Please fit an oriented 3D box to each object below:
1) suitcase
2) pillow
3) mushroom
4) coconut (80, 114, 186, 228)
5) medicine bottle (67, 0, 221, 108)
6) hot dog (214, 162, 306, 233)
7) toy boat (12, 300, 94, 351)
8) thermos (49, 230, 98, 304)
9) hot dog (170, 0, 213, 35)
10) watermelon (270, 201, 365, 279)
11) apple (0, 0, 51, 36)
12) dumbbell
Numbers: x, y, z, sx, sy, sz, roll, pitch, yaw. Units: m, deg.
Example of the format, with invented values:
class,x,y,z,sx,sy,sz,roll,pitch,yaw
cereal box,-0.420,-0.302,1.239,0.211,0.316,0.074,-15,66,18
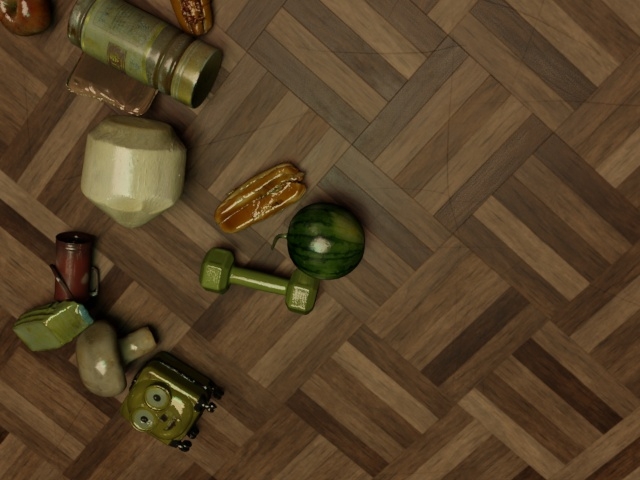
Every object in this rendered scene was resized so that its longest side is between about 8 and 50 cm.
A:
class,x,y,z,sx,sy,sz,roll,pitch,yaw
suitcase,-0.413,0.439,1.774,0.235,0.143,0.194,32,108,-2
pillow,-0.497,-0.385,1.575,0.211,0.034,0.135,22,72,1
mushroom,-0.559,0.309,1.752,0.206,0.209,0.206,12,110,36
coconut,-0.445,-0.159,1.559,0.237,0.237,0.266,15,103,3
medicine bottle,-0.404,-0.445,1.508,0.322,0.151,0.151,27,108,-1
hot dog,-0.154,-0.102,1.619,0.269,0.072,0.109,-27,99,13
toy boat,-0.722,0.230,1.730,0.276,0.084,0.111,-14,120,35
thermos,-0.654,0.099,1.736,0.124,0.099,0.232,-2,111,-29
hot dog,-0.311,-0.595,1.491,0.102,0.076,0.249,-6,106,13
watermelon,0.000,0.000,1.567,0.215,0.188,0.188,6,107,8
apple,-0.700,-0.550,1.544,0.126,0.102,0.126,4,111,11
dumbbell,-0.155,0.103,1.659,0.302,0.121,0.108,14,136,4
